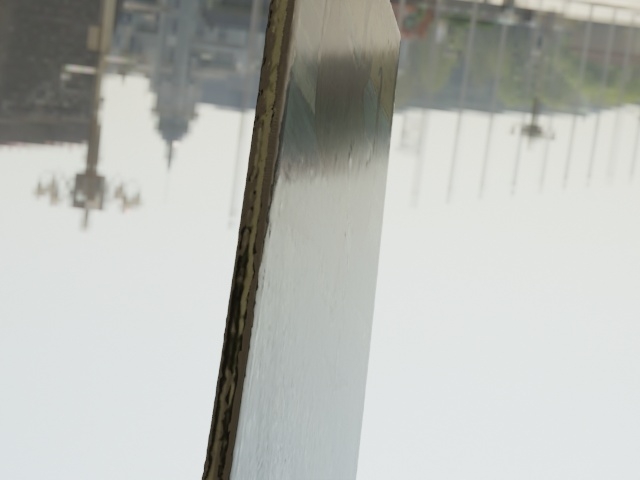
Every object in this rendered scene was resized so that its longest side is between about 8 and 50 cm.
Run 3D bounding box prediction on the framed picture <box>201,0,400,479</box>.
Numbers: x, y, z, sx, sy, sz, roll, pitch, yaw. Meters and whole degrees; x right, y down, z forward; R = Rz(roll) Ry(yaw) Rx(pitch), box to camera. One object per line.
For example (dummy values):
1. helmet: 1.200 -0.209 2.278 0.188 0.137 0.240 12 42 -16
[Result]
1. framed picture: 0.000 0.000 0.715 0.016 0.347 0.265 4 162 12
